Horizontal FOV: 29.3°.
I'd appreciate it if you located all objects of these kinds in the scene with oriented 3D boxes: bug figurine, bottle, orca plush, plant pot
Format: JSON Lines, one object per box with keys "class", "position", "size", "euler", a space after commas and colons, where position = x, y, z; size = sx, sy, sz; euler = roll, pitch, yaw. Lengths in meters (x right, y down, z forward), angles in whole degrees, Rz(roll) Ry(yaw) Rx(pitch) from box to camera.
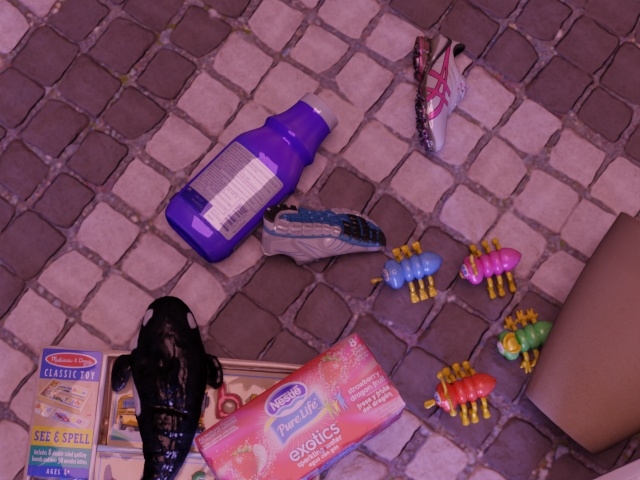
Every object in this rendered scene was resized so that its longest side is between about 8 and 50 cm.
{"class": "bug figurine", "position": [0.210, 0.108, 1.733], "size": [0.216, 0.072, 0.279], "euler": [-22, 75, -6]}
{"class": "bottle", "position": [-0.094, -0.098, 1.778], "size": [0.118, 0.092, 0.283], "euler": [43, 78, 7]}
{"class": "orca plush", "position": [-0.221, 0.207, 1.632], "size": [0.151, 0.102, 0.287], "euler": [17, 75, 5]}
{"class": "plant pot", "position": [0.413, 0.146, 1.652], "size": [0.256, 0.256, 0.274], "euler": [42, 94, 10]}

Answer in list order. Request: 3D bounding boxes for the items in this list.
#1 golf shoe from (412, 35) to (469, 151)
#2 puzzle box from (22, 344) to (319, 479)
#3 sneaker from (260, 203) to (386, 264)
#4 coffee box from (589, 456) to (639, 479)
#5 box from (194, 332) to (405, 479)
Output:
{"class": "golf shoe", "position": [0.182, -0.221, 1.828], "size": [0.086, 0.067, 0.186], "euler": [1, 74, -2]}
{"class": "puzzle box", "position": [-0.199, 0.292, 1.689], "size": [0.409, 0.052, 0.272], "euler": [3, 74, 1]}
{"class": "sneaker", "position": [0.000, 0.000, 1.771], "size": [0.191, 0.083, 0.071], "euler": [7, 36, -17]}
{"class": "coffee box", "position": [0.489, 0.419, 1.511], "size": [0.338, 0.334, 0.338], "euler": [-21, 74, -5]}
{"class": "box", "position": [-0.025, 0.246, 1.610], "size": [0.257, 0.128, 0.122], "euler": [-33, 77, -9]}
